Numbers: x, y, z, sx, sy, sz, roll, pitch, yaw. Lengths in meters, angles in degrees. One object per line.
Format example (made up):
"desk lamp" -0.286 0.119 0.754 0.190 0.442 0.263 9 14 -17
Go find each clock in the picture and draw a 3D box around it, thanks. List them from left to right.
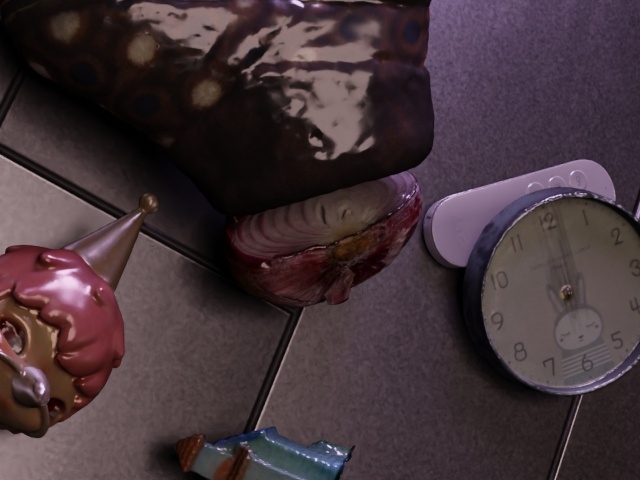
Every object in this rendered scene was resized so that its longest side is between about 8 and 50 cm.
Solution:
"clock" 0.250 0.053 1.527 0.215 0.042 0.214 -2 96 -16

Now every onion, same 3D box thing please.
"onion" 0.000 0.000 1.409 0.206 0.151 0.098 -20 125 -21

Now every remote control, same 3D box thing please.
"remote control" 0.211 -0.028 1.570 0.245 0.022 0.077 -16 88 -30

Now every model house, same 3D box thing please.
"model house" -0.065 0.224 1.337 0.149 0.119 0.148 26 92 3

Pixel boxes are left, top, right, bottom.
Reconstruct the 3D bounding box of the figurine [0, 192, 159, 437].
"figurine" -0.256 0.105 1.209 0.387 0.166 0.207 -39 117 -25

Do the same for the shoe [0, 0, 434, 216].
"shoe" -0.085 -0.139 1.330 0.384 0.171 0.237 -3 93 -13
